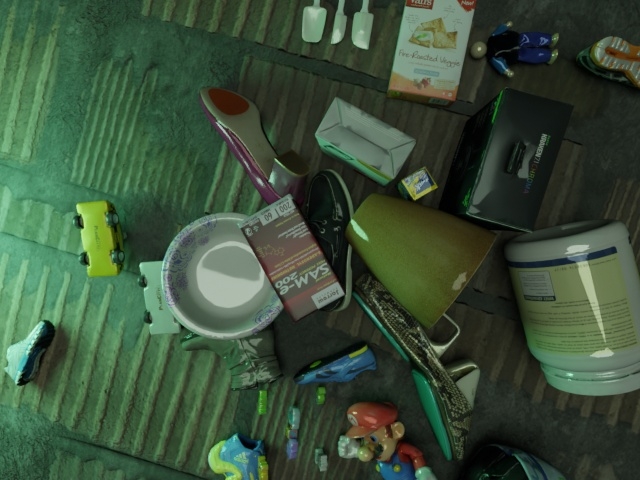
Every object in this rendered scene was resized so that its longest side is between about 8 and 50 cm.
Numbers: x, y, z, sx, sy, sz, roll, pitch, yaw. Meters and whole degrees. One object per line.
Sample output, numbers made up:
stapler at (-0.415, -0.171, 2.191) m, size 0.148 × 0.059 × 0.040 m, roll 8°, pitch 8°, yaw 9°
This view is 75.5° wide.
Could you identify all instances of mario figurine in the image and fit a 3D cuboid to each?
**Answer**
mario figurine at (0.154, 0.533, 0.976) m, size 0.198 × 0.170 × 0.320 m, roll -32°, pitch 92°, yaw 7°

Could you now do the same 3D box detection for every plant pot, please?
plant pot at (0.187, 0.014, 0.867) m, size 0.255 × 0.237 × 0.237 m, roll 36°, pitch 95°, yaw 13°

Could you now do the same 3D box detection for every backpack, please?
backpack at (0.412, 0.646, 0.925) m, size 0.274 × 0.290 × 0.354 m, roll 11°, pitch 87°, yaw -5°

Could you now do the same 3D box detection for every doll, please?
doll at (0.447, -0.442, 0.962) m, size 0.189 × 0.046 × 0.128 m, roll 3°, pitch 92°, yaw 4°

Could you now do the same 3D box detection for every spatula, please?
spatula at (0.050, -0.594, 0.998) m, size 0.169 × 0.019 × 0.241 m, roll 8°, pitch 94°, yaw 5°

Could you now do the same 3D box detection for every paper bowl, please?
paper bowl at (-0.212, 0.084, 0.967) m, size 0.285 × 0.148 × 0.283 m, roll 1°, pitch 81°, yaw -9°

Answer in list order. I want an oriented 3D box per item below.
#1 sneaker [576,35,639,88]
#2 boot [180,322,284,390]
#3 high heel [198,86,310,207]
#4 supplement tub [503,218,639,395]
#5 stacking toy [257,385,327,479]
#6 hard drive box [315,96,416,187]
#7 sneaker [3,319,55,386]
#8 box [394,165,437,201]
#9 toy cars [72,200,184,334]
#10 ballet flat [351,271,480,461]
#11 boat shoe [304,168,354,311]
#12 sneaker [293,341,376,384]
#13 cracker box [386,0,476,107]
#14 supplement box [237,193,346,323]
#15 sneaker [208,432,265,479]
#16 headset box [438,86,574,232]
sneaker at (0.683, -0.398, 0.934) m, size 0.215 × 0.083 × 0.084 m, roll 17°, pitch 99°, yaw -15°
boot at (-0.220, 0.292, 1.013) m, size 0.247 × 0.083 × 0.160 m, roll -10°, pitch 76°, yaw 3°
high heel at (-0.180, -0.210, 1.007) m, size 0.127 × 0.181 × 0.377 m, roll -27°, pitch 66°, yaw -35°
supplement tub at (0.553, 0.135, 0.890) m, size 0.236 × 0.235 × 0.324 m, roll -15°, pitch 92°, yaw 5°
stacking toy at (-0.067, 0.472, 1.015) m, size 0.167 × 0.052 × 0.220 m, roll 1°, pitch 92°, yaw -19°
hard drive box at (0.095, -0.204, 0.908) m, size 0.181 × 0.232 × 0.089 m, roll 30°, pitch 95°, yaw 3°
sneaker at (-0.773, 0.283, 1.081) m, size 0.083 × 0.071 × 0.190 m, roll 30°, pitch 94°, yaw 8°
box at (0.211, -0.123, 0.934) m, size 0.059 × 0.169 × 0.054 m, roll -30°, pitch 91°, yaw 6°
toy cars at (-0.463, 0.065, 1.041) m, size 0.394 × 0.087 × 0.176 m, roll 44°, pitch 100°, yaw -2°
ballet flat at (0.259, 0.267, 0.966) m, size 0.182 × 0.164 × 0.482 m, roll -29°, pitch 87°, yaw -4°
boat shoe at (-0.003, 0.001, 0.962) m, size 0.127 × 0.113 × 0.339 m, roll 4°, pitch 95°, yaw 47°
sneaker at (0.037, 0.326, 1.022) m, size 0.210 × 0.069 × 0.082 m, roll -23°, pitch 95°, yaw 5°
cracker box at (0.255, -0.445, 0.966) m, size 0.156 × 0.067 × 0.231 m, roll 11°, pitch 93°, yaw 3°
supplement box at (-0.058, 0.038, 0.877) m, size 0.130 × 0.073 × 0.239 m, roll -30°, pitch 88°, yaw 2°
sneaker at (-0.167, 0.590, 1.039) m, size 0.240 × 0.091 × 0.126 m, roll 45°, pitch 94°, yaw 2°
headset box at (0.369, -0.150, 0.865) m, size 0.132 × 0.283 × 0.246 m, roll 17°, pitch 95°, yaw 3°
